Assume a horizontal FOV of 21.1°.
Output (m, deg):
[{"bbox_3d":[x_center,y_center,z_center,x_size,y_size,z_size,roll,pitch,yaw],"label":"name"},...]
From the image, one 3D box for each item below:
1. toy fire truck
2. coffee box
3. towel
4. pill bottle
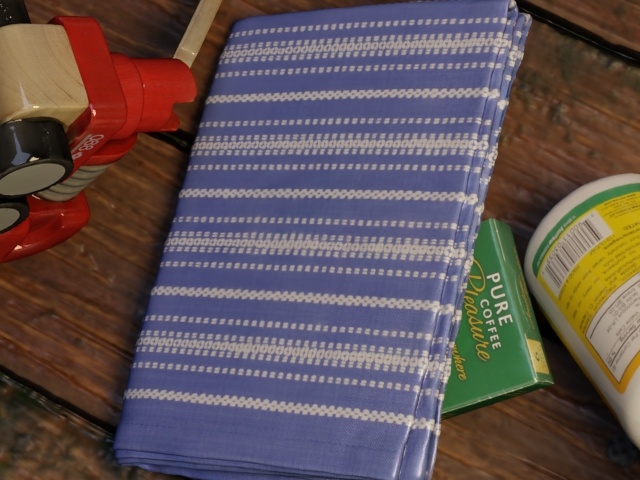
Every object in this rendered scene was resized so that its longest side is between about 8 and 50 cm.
[{"bbox_3d":[-0.166,-0.083,1.155,0.246,0.217,0.159,-5,68,-41],"label":"toy fire truck"},{"bbox_3d":[0.050,0.068,1.115,0.184,0.040,0.113,-22,73,22],"label":"coffee box"},{"bbox_3d":[0.000,0.000,1.120,0.243,0.040,0.336,1,67,34],"label":"towel"},{"bbox_3d":[0.218,0.062,1.052,0.117,0.118,0.208,-27,43,-3],"label":"pill bottle"}]
